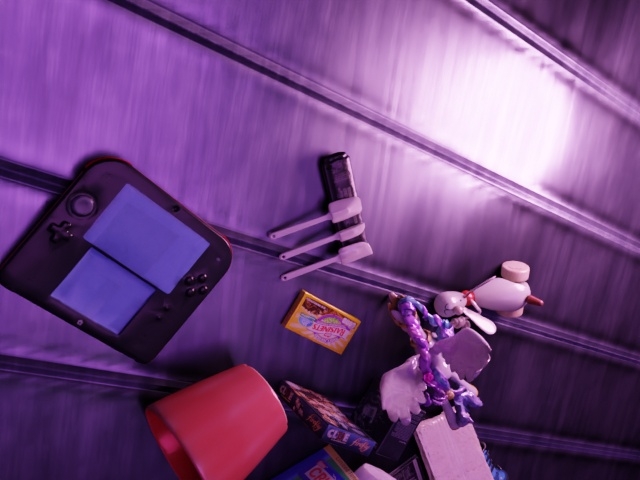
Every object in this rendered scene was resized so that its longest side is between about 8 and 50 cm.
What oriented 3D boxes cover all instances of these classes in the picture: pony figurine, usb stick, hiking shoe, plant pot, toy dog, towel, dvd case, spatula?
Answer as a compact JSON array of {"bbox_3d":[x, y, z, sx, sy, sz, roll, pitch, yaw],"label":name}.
[{"bbox_3d":[0.299,0.335,1.697,0.302,0.351,0.364,-30,123,7],"label":"pony figurine"},{"bbox_3d":[0.061,-0.081,1.591,0.077,0.045,0.278,-19,115,-13],"label":"usb stick"},{"bbox_3d":[0.522,0.725,2.080,0.304,0.113,0.132,26,93,-34],"label":"hiking shoe"},{"bbox_3d":[-0.228,0.429,1.476,0.243,0.274,0.275,-32,119,-29],"label":"plant pot"},{"bbox_3d":[0.507,0.181,1.864,0.333,0.161,0.220,-30,118,-18],"label":"toy dog"},{"bbox_3d":[0.409,0.661,1.967,0.187,0.049,0.283,-20,89,-17],"label":"towel"},{"bbox_3d":[0.230,0.782,1.986,0.221,0.018,0.165,-29,119,-19],"label":"dvd case"},{"bbox_3d":[0.000,0.000,1.570,0.241,0.019,0.168,-19,120,-8],"label":"spatula"}]

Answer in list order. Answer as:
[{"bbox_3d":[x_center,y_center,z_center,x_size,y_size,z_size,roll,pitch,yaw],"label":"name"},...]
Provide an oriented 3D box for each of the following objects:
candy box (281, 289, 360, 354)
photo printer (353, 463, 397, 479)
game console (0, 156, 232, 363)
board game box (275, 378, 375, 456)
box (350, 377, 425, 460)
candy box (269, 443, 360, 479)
[{"bbox_3d":[0.004,0.214,1.665,0.205,0.027,0.105,31,93,-33],"label":"candy box"},{"bbox_3d":[0.180,0.809,1.825,0.256,0.307,0.107,-61,167,1],"label":"photo printer"},{"bbox_3d":[-0.408,0.048,1.353,0.386,0.060,0.342,41,83,-33],"label":"game console"},{"bbox_3d":[0.008,0.441,1.611,0.165,0.243,0.042,31,88,-34],"label":"board game box"},{"bbox_3d":[0.181,0.492,1.780,0.093,0.156,0.158,30,90,-33],"label":"box"},{"bbox_3d":[-0.030,0.721,1.667,0.317,0.268,0.122,-23,120,-23],"label":"candy box"}]
